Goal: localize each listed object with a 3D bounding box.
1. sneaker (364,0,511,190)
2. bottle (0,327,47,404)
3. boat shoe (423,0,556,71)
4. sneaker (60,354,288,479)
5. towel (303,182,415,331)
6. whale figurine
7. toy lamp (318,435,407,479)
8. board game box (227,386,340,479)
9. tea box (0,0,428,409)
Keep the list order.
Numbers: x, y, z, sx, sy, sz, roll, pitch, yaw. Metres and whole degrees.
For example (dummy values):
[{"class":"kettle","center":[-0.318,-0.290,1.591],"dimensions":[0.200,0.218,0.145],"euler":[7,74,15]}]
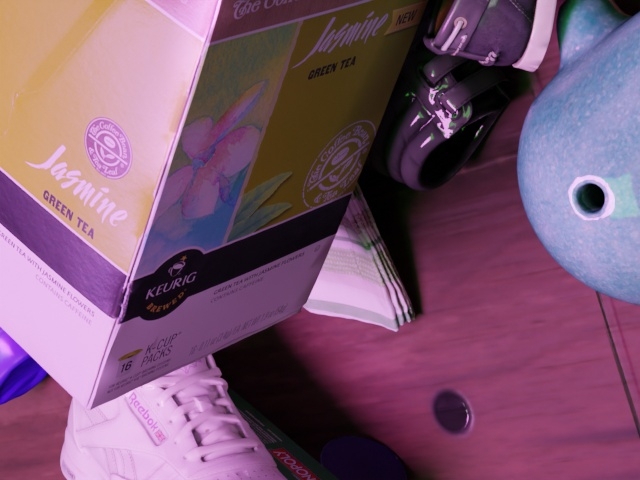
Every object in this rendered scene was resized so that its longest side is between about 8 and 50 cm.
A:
[{"class":"sneaker","center":[0.072,-0.162,1.214],"dimensions":[0.147,0.104,0.295],"euler":[34,132,25]},{"class":"bottle","center":[-0.341,0.011,1.648],"dimensions":[0.283,0.092,0.118],"euler":[52,134,13]},{"class":"boat shoe","center":[0.113,-0.224,1.125],"dimensions":[0.079,0.084,0.233],"euler":[7,95,-3]},{"class":"sneaker","center":[-0.109,0.145,1.349],"dimensions":[0.305,0.114,0.152],"euler":[21,111,52]},{"class":"towel","center":[0.000,0.000,1.348],"dimensions":[0.113,0.023,0.152],"euler":[8,135,41]},{"class":"whale figurine","center":[0.216,-0.080,1.084],"dimensions":[0.216,0.141,0.272],"euler":[42,129,23]},{"class":"toy lamp","center":[-0.009,0.280,1.467],"dimensions":[0.080,0.080,0.274],"euler":[38,128,25]},{"class":"board game box","center":[-0.083,0.232,1.463],"dimensions":[0.317,0.046,0.213],"euler":[34,120,48]},{"class":"tea box","center":[-0.141,-0.137,1.172],"dimensions":[0.329,0.220,0.323],"euler":[40,130,24]}]
